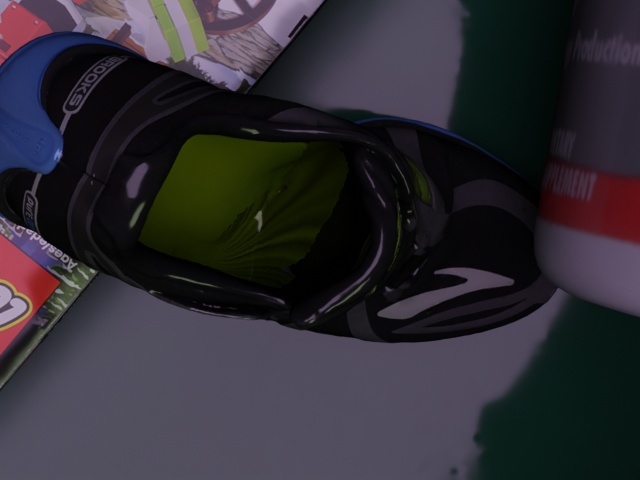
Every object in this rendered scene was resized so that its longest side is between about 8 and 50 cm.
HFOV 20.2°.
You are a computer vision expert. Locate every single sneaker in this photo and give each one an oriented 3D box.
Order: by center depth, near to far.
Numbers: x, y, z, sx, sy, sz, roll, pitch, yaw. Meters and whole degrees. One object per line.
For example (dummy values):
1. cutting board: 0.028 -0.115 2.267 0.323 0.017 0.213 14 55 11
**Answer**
1. sneaker: 0.000 0.000 0.454 0.188 0.078 0.067 14 105 -45

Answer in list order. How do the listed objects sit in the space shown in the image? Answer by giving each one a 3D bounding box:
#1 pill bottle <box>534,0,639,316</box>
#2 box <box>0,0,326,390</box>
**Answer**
1. pill bottle: 0.154 -0.115 0.443 0.161 0.161 0.283 9 94 -6
2. box: -0.126 -0.093 0.478 0.233 0.044 0.159 39 91 -7
